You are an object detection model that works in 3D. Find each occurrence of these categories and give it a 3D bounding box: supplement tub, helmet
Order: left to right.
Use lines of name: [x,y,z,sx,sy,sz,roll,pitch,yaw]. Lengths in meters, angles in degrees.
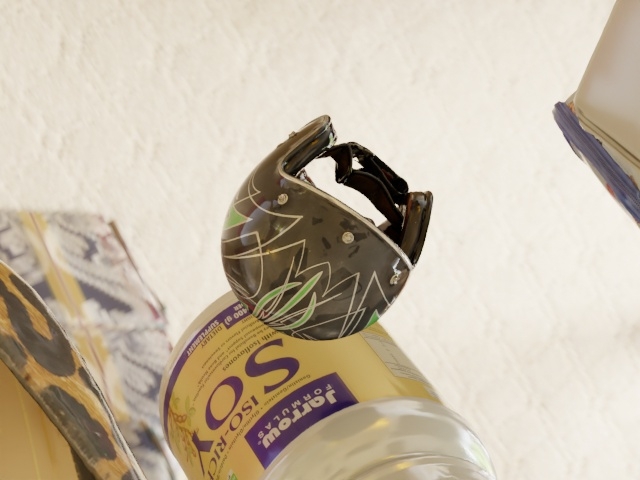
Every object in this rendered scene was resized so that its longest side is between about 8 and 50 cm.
helmet: [0.000,0.000,1.221,0.169,0.161,0.169,14,137,14]
supplement tub: [0.012,0.203,1.383,0.241,0.331,0.241,-12,121,-20]

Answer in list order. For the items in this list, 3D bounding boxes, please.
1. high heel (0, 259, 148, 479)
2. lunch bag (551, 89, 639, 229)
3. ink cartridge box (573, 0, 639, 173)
high heel: [-0.053,0.104,0.345,0.093,0.261,0.186,-32,125,-8]
lunch bag: [0.330,-0.022,1.249,0.303,0.243,0.115,36,103,-32]
ink cartridge box: [0.271,-0.103,0.524,0.307,0.129,0.223,-1,124,-35]
